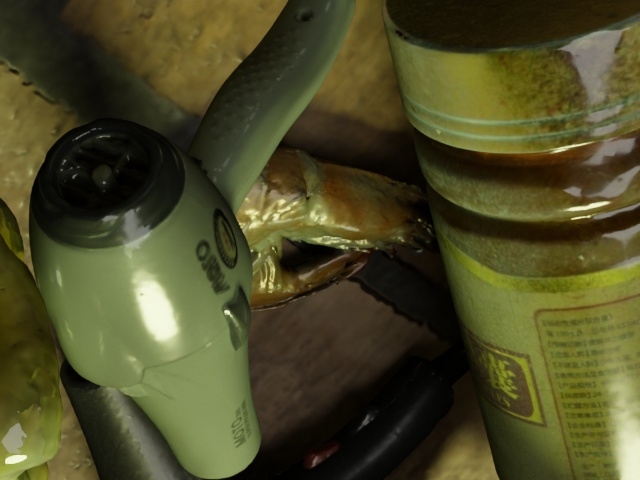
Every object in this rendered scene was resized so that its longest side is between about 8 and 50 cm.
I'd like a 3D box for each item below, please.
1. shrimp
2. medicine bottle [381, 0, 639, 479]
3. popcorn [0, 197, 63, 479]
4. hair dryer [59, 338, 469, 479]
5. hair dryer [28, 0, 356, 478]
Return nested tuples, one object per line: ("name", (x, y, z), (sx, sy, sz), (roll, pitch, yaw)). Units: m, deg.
("shrimp", (0.000, 0.000, 0.862), (0.180, 0.041, 0.099), (3, 120, -33))
("medicine bottle", (0.139, 0.010, 0.847), (0.151, 0.151, 0.322), (-25, 121, -15))
("popcorn", (-0.222, 0.058, 0.608), (0.274, 0.279, 0.335), (18, 121, 5))
("hair dryer", (-0.005, 0.097, 0.923), (0.272, 0.091, 0.235), (-36, 123, -22))
("hair dryer", (-0.028, -0.007, 0.763), (0.267, 0.092, 0.229), (-48, 150, -41))
